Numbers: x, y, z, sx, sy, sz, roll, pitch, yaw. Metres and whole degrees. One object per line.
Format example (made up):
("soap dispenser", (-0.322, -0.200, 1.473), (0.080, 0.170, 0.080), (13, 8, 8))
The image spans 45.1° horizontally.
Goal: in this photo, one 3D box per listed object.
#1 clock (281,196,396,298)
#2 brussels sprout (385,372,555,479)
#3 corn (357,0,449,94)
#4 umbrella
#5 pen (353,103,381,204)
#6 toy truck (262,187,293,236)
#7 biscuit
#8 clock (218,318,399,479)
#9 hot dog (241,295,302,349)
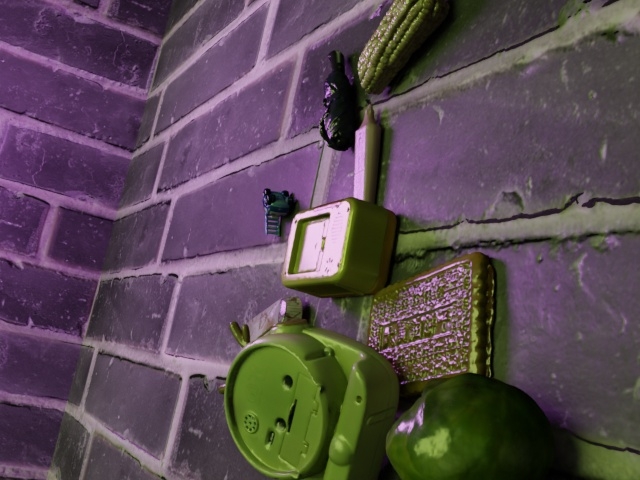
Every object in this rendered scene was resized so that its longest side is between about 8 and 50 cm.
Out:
("clock", (0.027, 0.016, 1.231), (0.202, 0.096, 0.143), (-11, 63, 60))
("brussels sprout", (0.157, 0.209, 0.798), (0.162, 0.143, 0.181), (-31, -1, 17))
("corn", (0.125, -0.335, 1.264), (0.211, 0.087, 0.087), (-45, 37, 43))
("umbrella", (0.029, -0.272, 1.433), (0.071, 0.071, 0.248), (-42, 41, 46))
("pen", (0.078, -0.144, 1.299), (0.053, 0.032, 0.197), (-29, 51, 55))
("toy truck", (-0.093, -0.056, 1.563), (0.073, 0.056, 0.090), (-124, 42, -63))
("biscuit", (0.137, 0.122, 1.029), (0.254, 0.029, 0.172), (-28, 50, 55))
("clock", (-0.043, 0.230, 1.095), (0.308, 0.096, 0.234), (23, 107, 37))
("hot dog", (-0.086, 0.162, 1.414), (0.192, 0.053, 0.099), (-40, 42, 43))
